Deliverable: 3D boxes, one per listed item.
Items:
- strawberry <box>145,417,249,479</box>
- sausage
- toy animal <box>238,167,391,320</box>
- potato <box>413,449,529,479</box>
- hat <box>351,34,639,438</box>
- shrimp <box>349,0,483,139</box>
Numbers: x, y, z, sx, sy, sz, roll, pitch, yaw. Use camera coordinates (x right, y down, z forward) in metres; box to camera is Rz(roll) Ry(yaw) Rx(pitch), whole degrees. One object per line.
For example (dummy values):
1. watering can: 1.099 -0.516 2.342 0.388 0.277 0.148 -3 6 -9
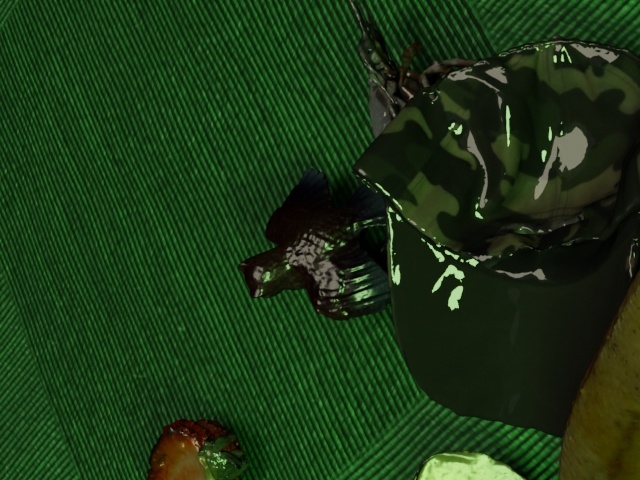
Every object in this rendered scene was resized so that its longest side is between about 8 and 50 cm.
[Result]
1. strawberry: -0.157 0.301 2.197 0.140 0.085 0.192 34 135 27
2. sausage: 0.320 0.124 1.551 0.501 0.136 0.123 109 154 -44
3. toy animal: -0.008 0.004 1.983 0.218 0.179 0.116 59 154 30
4. potato: 0.163 0.362 1.822 0.111 0.160 0.272 95 179 -89
5. hat: 0.237 0.004 1.766 0.366 0.257 0.382 12 133 31
6. shrimp: 0.115 -0.151 1.900 0.145 0.116 0.343 -39 67 39
